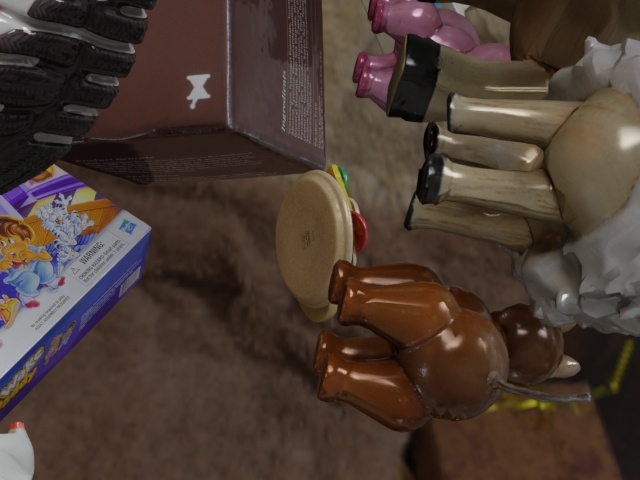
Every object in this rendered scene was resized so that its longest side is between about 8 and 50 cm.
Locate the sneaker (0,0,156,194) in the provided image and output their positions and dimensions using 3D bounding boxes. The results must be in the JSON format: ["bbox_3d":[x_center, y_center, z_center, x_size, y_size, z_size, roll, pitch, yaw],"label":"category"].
[{"bbox_3d":[-0.162,-0.161,0.859,0.281,0.162,0.106,-50,147,19],"label":"sneaker"}]

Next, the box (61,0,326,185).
[{"bbox_3d":[-0.105,-0.139,1.176,0.168,0.167,0.203,-3,173,18],"label":"box"}]

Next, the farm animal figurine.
[{"bbox_3d":[0.116,-0.085,0.628,0.172,0.330,0.327,12,160,-4],"label":"farm animal figurine"}]

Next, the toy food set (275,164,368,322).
[{"bbox_3d":[0.000,0.000,0.925,0.020,0.083,0.082,0,148,-31],"label":"toy food set"}]

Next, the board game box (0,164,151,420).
[{"bbox_3d":[-0.339,0.052,1.337,0.233,0.347,0.078,32,141,11],"label":"board game box"}]

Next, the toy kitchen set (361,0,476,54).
[{"bbox_3d":[0.138,-0.254,1.320,0.166,0.207,0.122,-17,104,30],"label":"toy kitchen set"}]

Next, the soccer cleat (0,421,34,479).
[{"bbox_3d":[-0.284,0.168,1.160,0.068,0.076,0.196,-16,163,36],"label":"soccer cleat"}]
